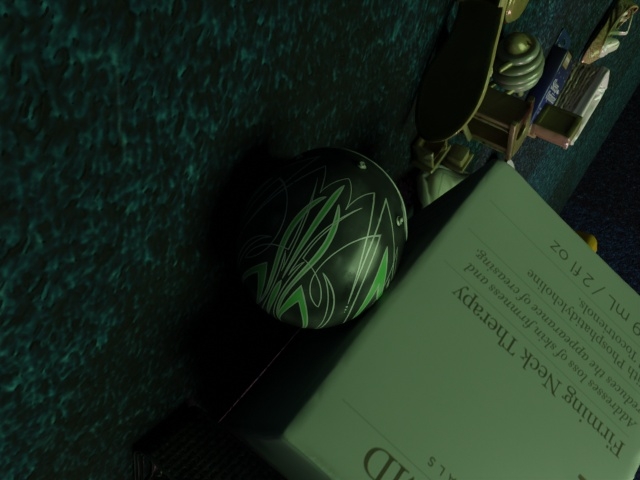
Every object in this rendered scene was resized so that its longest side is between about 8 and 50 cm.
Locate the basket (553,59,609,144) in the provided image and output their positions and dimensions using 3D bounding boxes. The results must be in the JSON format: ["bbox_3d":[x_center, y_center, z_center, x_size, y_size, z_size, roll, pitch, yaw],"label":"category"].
[{"bbox_3d":[0.592,-0.330,1.402,0.167,0.103,0.113,-61,156,3],"label":"basket"}]

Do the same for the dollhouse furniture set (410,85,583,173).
[{"bbox_3d":[0.254,-0.130,0.875,0.161,0.182,0.101,-53,156,-14],"label":"dollhouse furniture set"}]

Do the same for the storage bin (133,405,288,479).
[{"bbox_3d":[-0.113,0.286,0.652,0.084,0.180,0.122,-35,147,-44],"label":"storage bin"}]

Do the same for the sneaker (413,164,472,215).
[{"bbox_3d":[0.235,-0.070,0.969,0.292,0.118,0.109,-19,115,-58],"label":"sneaker"}]

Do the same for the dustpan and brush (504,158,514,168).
[{"bbox_3d":[0.396,-0.115,1.348,0.211,0.060,0.147,10,111,-58],"label":"dustpan and brush"}]

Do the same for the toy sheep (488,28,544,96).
[{"bbox_3d":[0.309,-0.275,0.936,0.091,0.091,0.132,-53,151,-13],"label":"toy sheep"}]

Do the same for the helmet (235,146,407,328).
[{"bbox_3d":[0.000,0.000,0.559,0.169,0.170,0.161,-59,173,1],"label":"helmet"}]

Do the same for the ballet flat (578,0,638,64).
[{"bbox_3d":[0.732,-0.522,1.493,0.206,0.067,0.073,-59,157,1],"label":"ballet flat"}]

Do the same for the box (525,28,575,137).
[{"bbox_3d":[0.499,-0.338,1.297,0.136,0.037,0.225,-9,125,-60],"label":"box"}]

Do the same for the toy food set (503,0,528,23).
[{"bbox_3d":[0.290,-0.361,0.874,0.083,0.020,0.082,-52,156,-16],"label":"toy food set"}]

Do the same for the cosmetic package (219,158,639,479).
[{"bbox_3d":[0.145,0.185,0.728,0.393,0.329,0.327,-48,-177,-25],"label":"cosmetic package"}]

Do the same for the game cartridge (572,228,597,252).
[{"bbox_3d":[0.301,0.080,1.099,0.323,0.285,0.052,-51,137,-19],"label":"game cartridge"}]

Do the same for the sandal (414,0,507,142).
[{"bbox_3d":[0.196,-0.240,0.750,0.079,0.088,0.239,-19,130,-47],"label":"sandal"}]
